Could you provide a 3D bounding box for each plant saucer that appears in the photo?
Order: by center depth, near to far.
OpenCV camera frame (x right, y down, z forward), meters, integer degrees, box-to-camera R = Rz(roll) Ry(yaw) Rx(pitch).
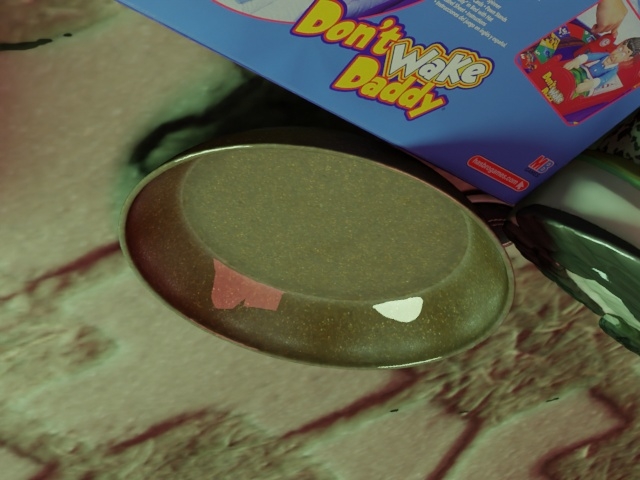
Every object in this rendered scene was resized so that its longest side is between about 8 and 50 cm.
[{"bbox_3d":[0.000,0.000,0.889,0.199,0.036,0.198,9,148,6],"label":"plant saucer"}]

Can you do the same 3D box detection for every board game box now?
[{"bbox_3d":[0.059,-0.157,0.726,0.233,0.078,0.347,-39,144,22],"label":"board game box"}]

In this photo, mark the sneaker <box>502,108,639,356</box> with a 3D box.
[{"bbox_3d":[0.252,0.001,1.018,0.182,0.158,0.410,-54,154,0],"label":"sneaker"}]

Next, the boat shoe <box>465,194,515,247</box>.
[{"bbox_3d":[0.062,0.002,0.985,0.125,0.038,0.046,-2,141,-29],"label":"boat shoe"}]
